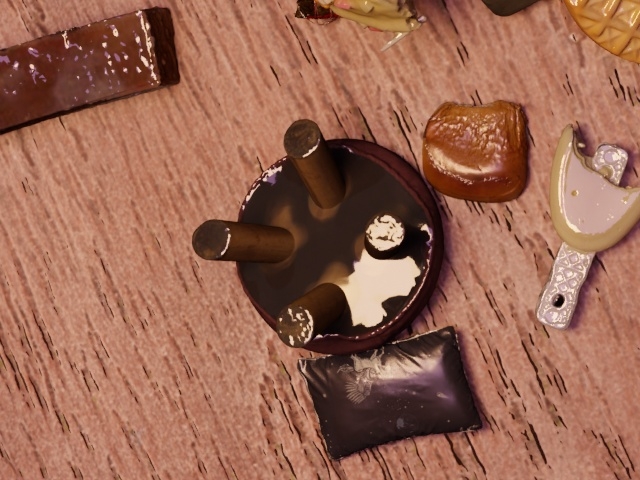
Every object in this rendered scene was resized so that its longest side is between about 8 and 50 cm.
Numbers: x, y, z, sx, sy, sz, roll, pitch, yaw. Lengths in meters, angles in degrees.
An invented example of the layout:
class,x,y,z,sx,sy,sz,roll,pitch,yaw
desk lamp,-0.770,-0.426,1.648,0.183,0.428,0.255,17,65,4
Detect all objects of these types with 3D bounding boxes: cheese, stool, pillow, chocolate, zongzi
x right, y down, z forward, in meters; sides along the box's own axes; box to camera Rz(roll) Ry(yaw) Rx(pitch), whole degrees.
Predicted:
class,x,y,z,sx,sy,sz,roll,pitch,yaw
cheese,0.308,-0.008,1.562,0.127,0.050,0.235,22,96,14
stool,0.000,0.000,1.576,0.272,0.178,0.272,-2,84,19
pillow,0.084,0.189,1.635,0.208,0.055,0.141,-16,94,18
chocolate,-0.345,-0.215,1.727,0.321,0.112,0.112,-12,98,15
zongzi,-0.006,-0.295,1.652,0.083,0.073,0.067,-14,87,-23

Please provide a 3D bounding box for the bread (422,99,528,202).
class,x,y,z,sx,sy,sz,roll,pitch,yaw
bread,0.186,-0.110,1.600,0.129,0.044,0.126,4,91,19

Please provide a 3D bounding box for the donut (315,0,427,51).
class,x,y,z,sx,sy,sz,roll,pitch,yaw
donut,0.066,-0.436,1.452,0.307,0.150,0.371,44,113,23

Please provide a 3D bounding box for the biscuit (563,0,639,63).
class,x,y,z,sx,sy,sz,roll,pitch,yaw
biscuit,0.413,-0.289,1.464,0.309,0.040,0.204,-12,122,-4

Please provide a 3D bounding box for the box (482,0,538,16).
class,x,y,z,sx,sy,sz,roll,pitch,yaw
box,0.255,-0.365,1.522,0.210,0.148,0.129,-28,73,15
